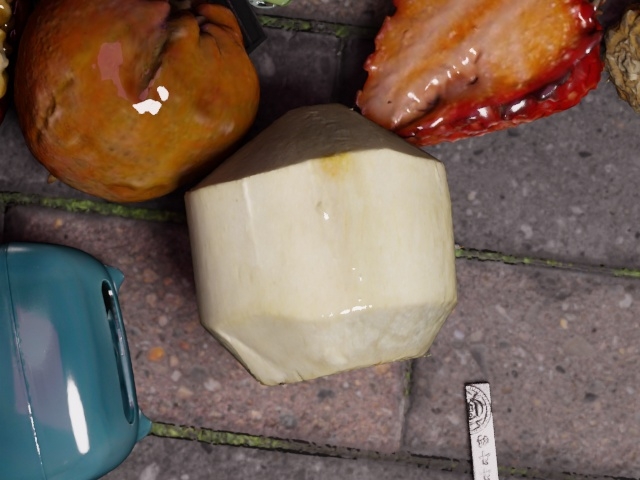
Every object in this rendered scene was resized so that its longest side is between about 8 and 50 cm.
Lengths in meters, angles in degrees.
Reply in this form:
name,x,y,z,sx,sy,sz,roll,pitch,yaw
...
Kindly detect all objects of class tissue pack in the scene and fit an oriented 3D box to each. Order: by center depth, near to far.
name,x,y,z,sx,sy,sz,roll,pitch,yaw
tissue pack,-0.312,0.142,1.634,0.206,0.198,0.287,-13,84,2

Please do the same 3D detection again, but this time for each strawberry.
name,x,y,z,sx,sy,sz,roll,pitch,yaw
strawberry,0.202,-0.208,1.681,0.253,0.150,0.280,25,89,23

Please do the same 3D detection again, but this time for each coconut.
name,x,y,z,sx,sy,sz,roll,pitch,yaw
coconut,0.000,0.000,1.588,0.323,0.323,0.323,0,86,1

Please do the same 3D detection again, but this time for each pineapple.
name,x,y,z,sx,sy,sz,roll,pitch,yaw
pineapple,0.424,-0.226,1.673,0.193,0.166,0.166,-19,86,-20

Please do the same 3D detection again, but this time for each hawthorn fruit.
name,x,y,z,sx,sy,sz,roll,pitch,yaw
hawthorn fruit,-0.223,-0.157,1.633,0.277,0.277,0.298,45,115,4

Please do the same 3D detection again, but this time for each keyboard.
name,x,y,z,sx,sy,sz,roll,pitch,yaw
keyboard,-0.125,-0.313,1.737,0.010,0.064,0.198,-24,84,-43

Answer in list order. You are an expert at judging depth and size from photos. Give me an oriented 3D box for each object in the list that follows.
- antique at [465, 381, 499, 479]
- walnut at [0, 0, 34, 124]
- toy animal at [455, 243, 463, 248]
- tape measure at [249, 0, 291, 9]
name,x,y,z,sx,sy,sz,roll,pitch,yaw
antique,0.192,0.262,1.708,0.031,0.015,0.192,-5,86,1
walnut,-0.431,-0.199,1.652,0.244,0.222,0.269,19,103,32
toy animal,0.144,0.002,1.720,0.050,0.028,0.084,14,87,10
tape measure,-0.026,-0.356,1.718,0.177,0.087,0.154,-23,97,3
